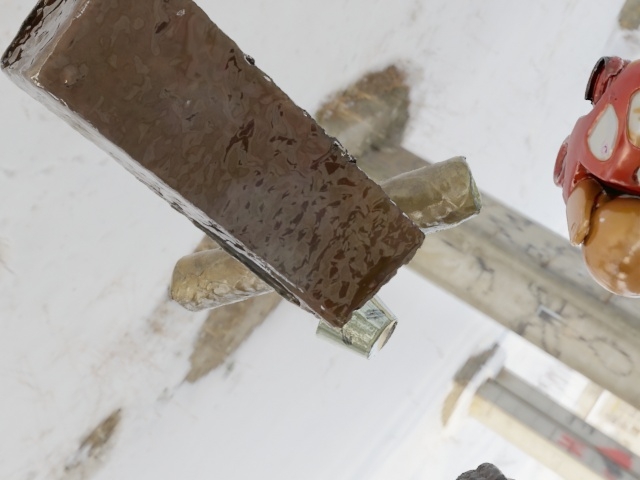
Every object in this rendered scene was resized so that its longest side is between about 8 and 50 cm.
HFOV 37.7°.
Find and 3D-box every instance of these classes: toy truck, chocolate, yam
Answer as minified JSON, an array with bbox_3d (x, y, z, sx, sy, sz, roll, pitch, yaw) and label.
[{"bbox_3d":[0.395,-0.073,1.129,0.239,0.189,0.264,-76,180,-53],"label":"toy truck"},{"bbox_3d":[-0.072,-0.066,0.651,0.321,0.112,0.112,43,82,-32],"label":"chocolate"},{"bbox_3d":[0.000,0.000,0.833,0.300,0.066,0.066,-20,170,18],"label":"yam"}]

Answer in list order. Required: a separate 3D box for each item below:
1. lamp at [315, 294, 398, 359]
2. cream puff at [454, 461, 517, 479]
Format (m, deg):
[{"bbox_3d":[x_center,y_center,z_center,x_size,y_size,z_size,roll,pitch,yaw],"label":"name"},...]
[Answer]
[{"bbox_3d":[0.015,0.095,1.478,0.121,0.215,0.121,-48,159,-25],"label":"lamp"},{"bbox_3d":[0.175,0.325,0.842,0.165,0.239,0.239,-43,160,-1],"label":"cream puff"}]
